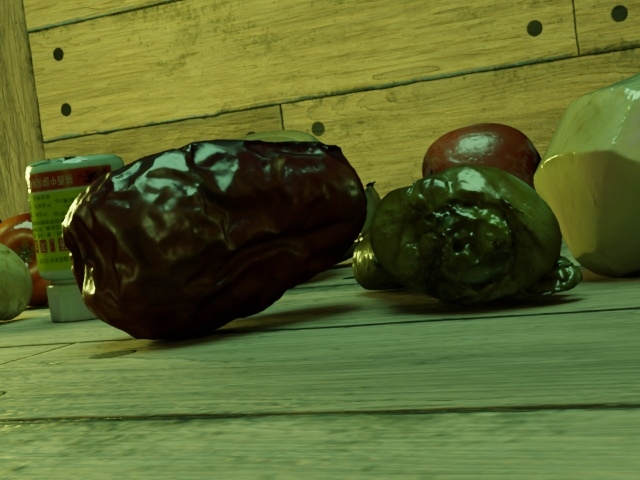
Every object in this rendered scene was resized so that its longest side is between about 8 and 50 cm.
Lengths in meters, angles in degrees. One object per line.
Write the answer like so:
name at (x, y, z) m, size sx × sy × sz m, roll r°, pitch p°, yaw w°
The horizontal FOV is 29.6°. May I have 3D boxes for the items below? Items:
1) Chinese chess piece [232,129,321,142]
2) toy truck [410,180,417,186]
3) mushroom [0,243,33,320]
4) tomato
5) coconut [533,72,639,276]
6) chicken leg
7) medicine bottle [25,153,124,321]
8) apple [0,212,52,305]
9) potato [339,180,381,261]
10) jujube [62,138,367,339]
Chinese chess piece at (-0.128, -0.046, 1.891) m, size 0.338 × 0.140 × 0.338 m, roll -18°, pitch 24°, yaw 8°
toy truck at (0.231, -0.051, 2.143) m, size 0.177 × 0.161 × 0.213 m, roll -31°, pitch 15°, yaw -28°
mushroom at (-0.513, 0.066, 1.803) m, size 0.166 × 0.127 × 0.166 m, roll 11°, pitch 16°, yaw -3°
tomato at (0.255, -0.079, 1.850) m, size 0.185 × 0.208 × 0.208 m, roll -15°, pitch 3°, yaw 5°
coconut at (0.372, -0.068, 1.395) m, size 0.259 × 0.259 × 0.259 m, roll -7°, pitch 3°, yaw 0°
chicken leg at (0.131, 0.008, 1.390) m, size 0.201 × 0.152 × 0.429 m, roll 5°, pitch -8°, yaw -16°
medicine bottle at (-0.333, -0.006, 1.707) m, size 0.139 × 0.225 × 0.139 m, roll -7°, pitch 4°, yaw 0°
apple at (-0.480, 0.032, 2.003) m, size 0.164 × 0.163 × 0.139 m, roll -7°, pitch -4°, yaw -3°
potato at (0.000, 0.000, 2.043) m, size 0.243 × 0.098 × 0.138 m, roll -24°, pitch -6°, yaw -5°
jujube at (-0.107, -0.009, 1.359) m, size 0.342 × 0.216 × 0.216 m, roll -19°, pitch 8°, yaw -27°
